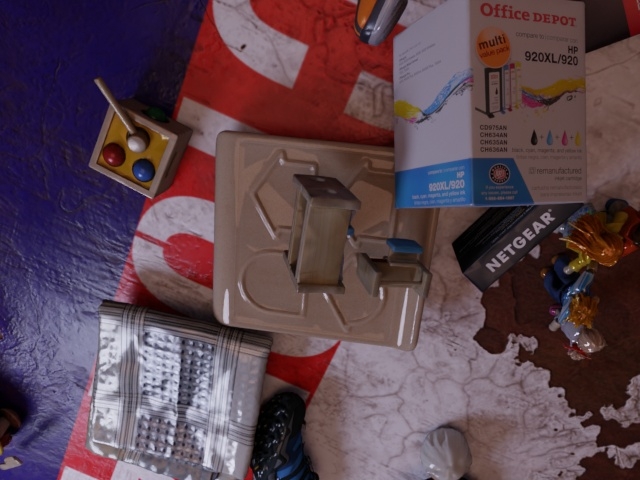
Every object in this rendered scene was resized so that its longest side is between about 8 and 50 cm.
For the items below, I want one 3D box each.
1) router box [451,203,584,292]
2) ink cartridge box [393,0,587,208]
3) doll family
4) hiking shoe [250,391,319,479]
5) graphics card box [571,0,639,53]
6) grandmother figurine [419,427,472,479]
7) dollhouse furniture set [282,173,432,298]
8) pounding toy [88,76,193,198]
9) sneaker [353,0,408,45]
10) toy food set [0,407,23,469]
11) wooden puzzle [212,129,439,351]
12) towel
[{"bbox_3d":[0.275,-0.020,0.774,0.046,0.133,0.179,41,109,-7],"label":"router box"},{"bbox_3d":[0.202,-0.158,0.661,0.171,0.168,0.233,-3,93,-21],"label":"ink cartridge box"},{"bbox_3d":[0.375,0.047,0.768,0.118,0.163,0.263,17,110,1],"label":"doll family"},{"bbox_3d":[-0.064,0.417,0.997,0.132,0.113,0.304,7,106,-28],"label":"hiking shoe"},{"bbox_3d":[0.426,-0.382,0.597,0.370,0.094,0.233,-15,111,27],"label":"graphics card box"},{"bbox_3d":[0.217,0.504,0.985,0.207,0.104,0.343,-4,107,-21],"label":"grandmother figurine"},{"bbox_3d":[0.053,-0.008,0.742,0.183,0.129,0.129,4,110,-15],"label":"dollhouse furniture set"},{"bbox_3d":[-0.281,-0.156,0.810,0.130,0.100,0.141,27,110,-3],"label":"pounding toy"},{"bbox_3d":[0.060,-0.426,0.680,0.180,0.124,0.321,19,99,4],"label":"sneaker"},{"bbox_3d":[-0.658,0.353,1.054,0.218,0.071,0.128,46,132,-7],"label":"toy food set"},{"bbox_3d":[0.000,0.000,0.848,0.347,0.080,0.322,8,109,9],"label":"wooden puzzle"},{"bbox_3d":[-0.258,0.282,0.935,0.312,0.056,0.324,13,108,2],"label":"towel"}]
